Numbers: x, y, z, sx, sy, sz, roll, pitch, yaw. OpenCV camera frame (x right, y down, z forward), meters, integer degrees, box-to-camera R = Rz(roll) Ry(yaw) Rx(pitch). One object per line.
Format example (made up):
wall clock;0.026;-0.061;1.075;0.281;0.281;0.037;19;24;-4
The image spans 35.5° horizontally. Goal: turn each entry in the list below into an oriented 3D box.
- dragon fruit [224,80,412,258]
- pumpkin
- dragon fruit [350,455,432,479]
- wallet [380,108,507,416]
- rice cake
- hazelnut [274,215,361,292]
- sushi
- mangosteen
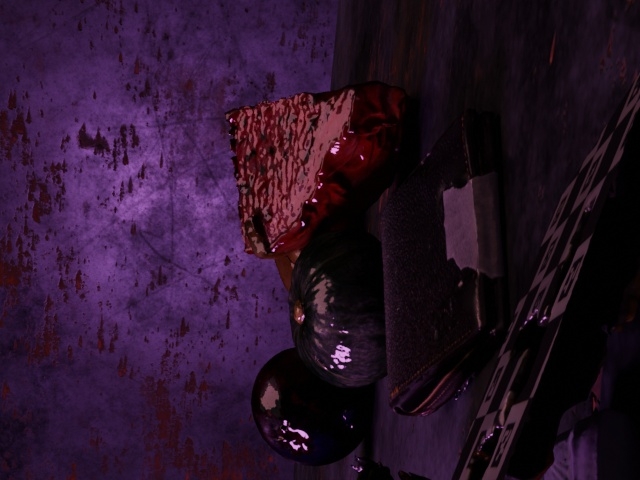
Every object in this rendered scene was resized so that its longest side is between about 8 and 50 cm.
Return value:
dragon fruit;-0.009;-0.127;1.349;0.330;0.240;0.302;-38;30;63
pumpkin;0.038;0.088;1.311;0.211;0.152;0.212;-175;90;-73
dragon fruit;0.050;0.289;0.823;0.188;0.182;0.182;-41;-22;-30
wallet;0.112;0.031;0.951;0.262;0.071;0.221;117;158;-62
rice cake;0.141;0.201;0.502;0.080;0.042;0.222;117;160;-65
hazelnut;0.003;0.001;1.880;0.181;0.180;0.212;44;137;46
sushi;0.136;0.048;0.543;0.192;0.043;0.280;102;-166;-62
mangosteen;-0.003;0.245;1.586;0.230;0.194;0.194;-51;-25;-48
